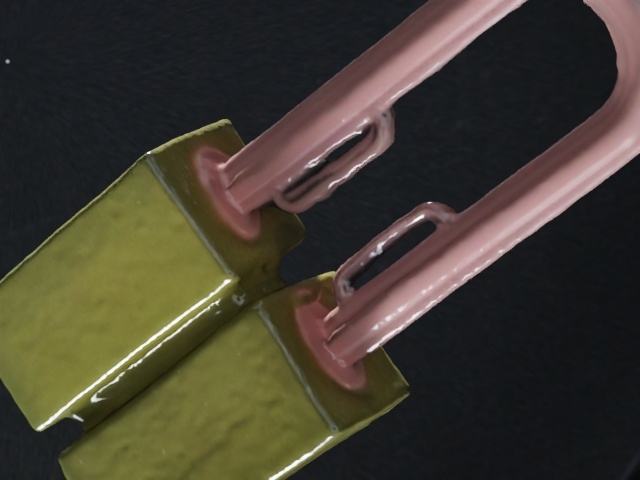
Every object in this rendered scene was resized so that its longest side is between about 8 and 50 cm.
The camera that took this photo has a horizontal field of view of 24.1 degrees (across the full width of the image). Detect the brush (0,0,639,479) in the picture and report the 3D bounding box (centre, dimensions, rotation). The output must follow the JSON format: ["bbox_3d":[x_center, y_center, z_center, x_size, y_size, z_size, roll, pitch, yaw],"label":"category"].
[{"bbox_3d":[0.000,0.000,0.414,0.233,0.047,0.103,-38,-98,34],"label":"brush"}]
